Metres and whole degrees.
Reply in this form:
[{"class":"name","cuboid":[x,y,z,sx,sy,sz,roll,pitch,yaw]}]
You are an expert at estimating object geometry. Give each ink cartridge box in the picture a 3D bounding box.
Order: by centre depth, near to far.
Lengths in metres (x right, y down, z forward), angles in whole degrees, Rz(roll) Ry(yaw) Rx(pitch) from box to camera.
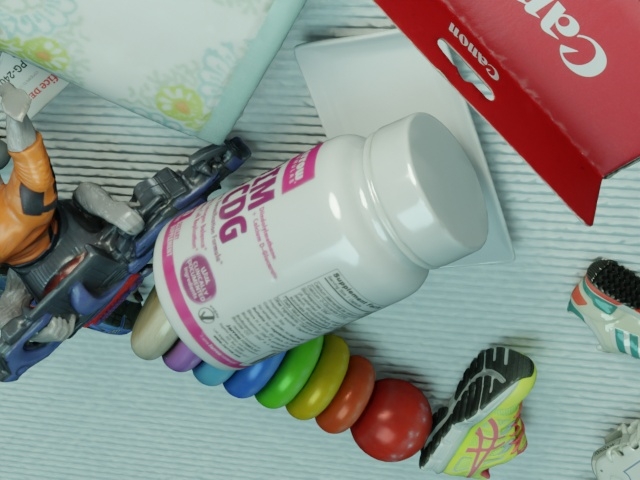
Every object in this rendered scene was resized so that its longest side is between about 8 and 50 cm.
[{"class":"ink cartridge box","cuboid":[0.172,-0.210,1.131,0.309,0.272,0.130,43,130,-18]},{"class":"ink cartridge box","cuboid":[-0.296,-0.200,1.455,0.150,0.063,0.109,43,130,-16]}]

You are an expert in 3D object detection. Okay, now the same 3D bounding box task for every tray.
[{"class":"tray","cuboid":[0.085,-0.085,1.433,0.145,0.030,0.270,-6,126,24]}]

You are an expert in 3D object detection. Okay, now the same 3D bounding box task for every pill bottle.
[{"class":"pill bottle","cuboid":[0.000,0.000,1.400,0.283,0.160,0.160,-25,117,27]}]

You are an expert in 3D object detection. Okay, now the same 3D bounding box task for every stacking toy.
[{"class":"stacking toy","cuboid":[-0.027,0.134,1.597,0.330,0.141,0.141,31,132,-12]}]

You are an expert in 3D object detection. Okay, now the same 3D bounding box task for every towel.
[{"class":"towel","cuboid":[-0.149,-0.278,1.292,0.320,0.090,0.374,26,127,-11]}]

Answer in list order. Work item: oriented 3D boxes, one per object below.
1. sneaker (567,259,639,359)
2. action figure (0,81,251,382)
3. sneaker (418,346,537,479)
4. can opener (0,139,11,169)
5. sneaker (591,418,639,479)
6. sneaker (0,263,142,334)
[{"class":"sneaker","cuboid":[0.309,0.090,1.474,0.161,0.057,0.075,38,138,5]},{"class":"action figure","cuboid":[-0.252,-0.044,1.497,0.341,0.178,0.330,-39,142,1]},{"class":"sneaker","cuboid":[0.184,0.186,1.601,0.094,0.081,0.208,23,140,-9]},{"class":"can opener","cuboid":[-0.451,-0.138,1.574,0.280,0.074,0.093,30,167,-4]},{"class":"sneaker","cuboid":[0.347,0.229,1.554,0.129,0.111,0.297,29,130,12]},{"class":"sneaker","cuboid":[-0.295,0.050,1.668,0.221,0.083,0.087,22,146,9]}]
